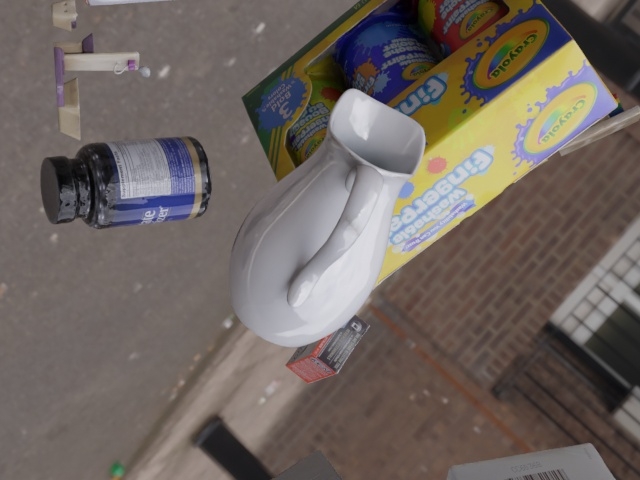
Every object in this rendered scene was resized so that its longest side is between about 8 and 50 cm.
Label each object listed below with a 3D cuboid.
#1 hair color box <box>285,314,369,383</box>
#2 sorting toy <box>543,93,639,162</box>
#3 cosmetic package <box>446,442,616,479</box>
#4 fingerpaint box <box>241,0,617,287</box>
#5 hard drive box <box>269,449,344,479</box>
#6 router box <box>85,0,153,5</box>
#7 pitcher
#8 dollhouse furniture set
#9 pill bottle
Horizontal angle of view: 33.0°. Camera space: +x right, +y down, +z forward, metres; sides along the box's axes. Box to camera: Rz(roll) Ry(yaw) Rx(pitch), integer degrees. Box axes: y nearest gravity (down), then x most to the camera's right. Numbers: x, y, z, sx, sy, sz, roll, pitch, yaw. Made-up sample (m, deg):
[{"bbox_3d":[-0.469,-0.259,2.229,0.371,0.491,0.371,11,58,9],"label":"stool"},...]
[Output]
[{"bbox_3d":[0.008,0.163,1.667,0.093,0.053,0.167,-54,-174,-20],"label":"hair color box"},{"bbox_3d":[0.414,-0.178,1.668,0.274,0.046,0.132,-26,174,13],"label":"sorting toy"},{"bbox_3d":[0.260,0.466,1.442,0.217,0.156,0.385,-7,127,-15],"label":"cosmetic package"},{"bbox_3d":[0.135,-0.202,1.566,0.444,0.371,0.163,-37,134,13],"label":"fingerpaint box"},{"bbox_3d":[0.029,0.389,1.368,0.089,0.181,0.232,-31,-172,-7],"label":"hard drive box"},{"bbox_3d":[-0.064,-0.378,1.068,0.082,0.335,0.301,82,5,-56],"label":"router box"},{"bbox_3d":[0.000,0.000,0.890,0.207,0.125,0.178,-59,-175,28],"label":"pitcher"},{"bbox_3d":[-0.199,-0.150,0.978,0.081,0.091,0.114,-3,157,-13],"label":"dollhouse furniture set"},{"bbox_3d":[-0.275,-0.080,1.522,0.219,0.123,0.123,-8,147,-28],"label":"pill bottle"}]
